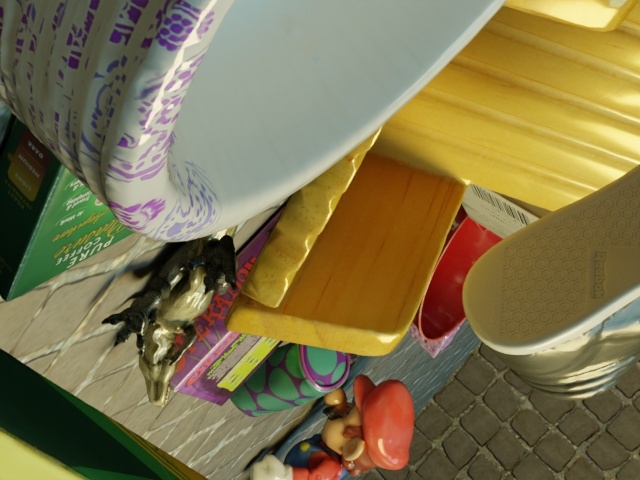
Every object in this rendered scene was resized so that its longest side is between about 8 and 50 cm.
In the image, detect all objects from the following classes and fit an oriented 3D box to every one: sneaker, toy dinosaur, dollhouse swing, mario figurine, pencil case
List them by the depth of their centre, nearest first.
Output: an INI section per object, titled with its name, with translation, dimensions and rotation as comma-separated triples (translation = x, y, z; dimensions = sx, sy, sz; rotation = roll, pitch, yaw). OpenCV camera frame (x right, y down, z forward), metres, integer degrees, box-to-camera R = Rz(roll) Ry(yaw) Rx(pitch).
[dollhouse swing]
translation = 0.168, -0.060, 0.963
dimensions = 0.347, 0.305, 0.315
rotation = -58, -176, 45
[sneaker]
translation = 0.237, 0.012, 0.989
dimensions = 0.295, 0.105, 0.147
rotation = -24, 156, 1
[toy dinosaur]
translation = -0.085, 0.021, 1.043
dimensions = 0.268, 0.064, 0.118
rotation = -56, 179, 26
[pencil case]
translation = -0.033, 0.126, 1.441
dimensions = 0.064, 0.070, 0.151
rotation = 12, 158, -31
[mario figurine]
translation = -0.007, 0.292, 2.151
dimensions = 0.320, 0.170, 0.198
rotation = -39, -153, 18

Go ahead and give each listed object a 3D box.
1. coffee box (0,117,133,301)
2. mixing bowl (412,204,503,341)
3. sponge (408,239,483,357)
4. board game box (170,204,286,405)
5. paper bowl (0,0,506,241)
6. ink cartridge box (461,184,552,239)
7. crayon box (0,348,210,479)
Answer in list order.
[coffee box]
translation = -0.108, -0.056, 0.751
dimensions = 0.113, 0.040, 0.184
rotation = -34, 163, -43
[mixing bowl]
translation = 0.116, 0.000, 1.514
dimensions = 0.181, 0.098, 0.181
rotation = -43, 152, -30
[sponge]
translation = 0.125, 0.042, 1.687
dimensions = 0.031, 0.117, 0.210
rotation = -37, 165, -28
[board game box]
translation = 0.000, 0.000, 1.298
dimensions = 0.347, 0.056, 0.208
rotation = -46, 172, -3
[paper bowl]
translation = -0.011, -0.146, 0.530
dimensions = 0.284, 0.148, 0.284
rotation = -44, 169, -11
[ink cartridge box]
translation = 0.254, -0.135, 1.327
dimensions = 0.309, 0.130, 0.272
rotation = -56, 161, -4
[crayon box]
translation = -0.228, 0.228, 0.727
dimensions = 0.363, 0.106, 0.313
rotation = -47, 131, 3
